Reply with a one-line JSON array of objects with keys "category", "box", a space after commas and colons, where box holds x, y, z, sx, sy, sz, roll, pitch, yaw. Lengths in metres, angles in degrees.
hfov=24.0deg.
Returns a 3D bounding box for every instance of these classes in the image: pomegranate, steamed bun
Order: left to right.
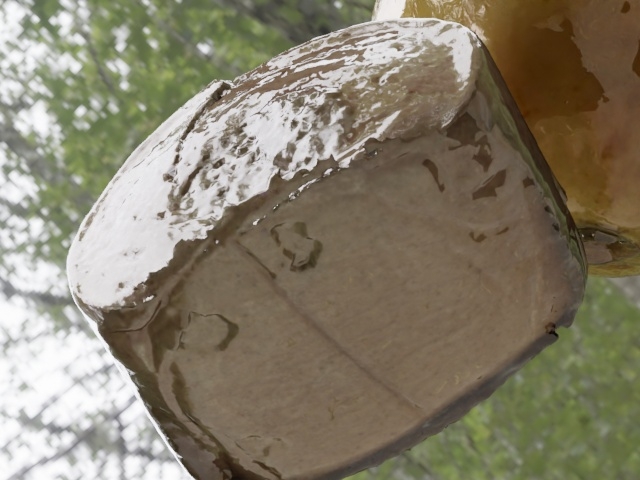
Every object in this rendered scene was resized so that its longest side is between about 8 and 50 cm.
[{"category": "steamed bun", "box": [0.000, 0.000, 0.963, 0.301, 0.199, 0.251, -29, -49, 7]}, {"category": "pomegranate", "box": [0.253, -0.172, 1.270, 0.411, 0.411, 0.411, -25, -43, -27]}]
